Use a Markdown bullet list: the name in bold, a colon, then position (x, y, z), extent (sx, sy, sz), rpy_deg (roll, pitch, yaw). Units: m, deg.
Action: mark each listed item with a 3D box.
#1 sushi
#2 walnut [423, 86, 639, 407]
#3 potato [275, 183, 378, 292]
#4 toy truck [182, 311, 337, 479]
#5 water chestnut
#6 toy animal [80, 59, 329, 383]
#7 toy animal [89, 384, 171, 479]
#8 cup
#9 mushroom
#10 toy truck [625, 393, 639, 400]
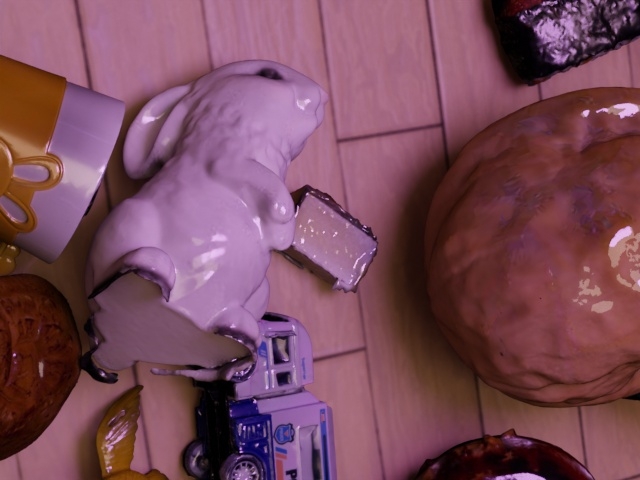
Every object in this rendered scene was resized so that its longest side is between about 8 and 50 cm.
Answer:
- **sushi**: position (0.320, -0.276, 1.677), extent (0.225, 0.136, 0.126), rpy_deg (-19, 91, -17)
- **walnut**: position (0.299, 0.017, 1.541), extent (0.383, 0.383, 0.384), rpy_deg (-1, 92, -24)
- **potato**: position (0.002, 0.001, 1.586), extent (0.122, 0.061, 0.086), rpy_deg (37, 77, -23)
- **toy truck**: position (-0.065, 0.209, 1.532), extent (0.155, 0.124, 0.268), rpy_deg (-7, 97, -31)
- **water chestnut**: position (0.207, 0.368, 1.566), extent (0.300, 0.300, 0.300), rpy_deg (-1, 92, -24)
- **toy animal**: position (-0.123, -0.037, 1.433), extent (0.194, 0.257, 0.357), rpy_deg (46, 45, -36)
- **toy animal**: position (-0.220, 0.280, 1.471), extent (0.155, 0.095, 0.219), rpy_deg (-20, 62, -22)
- **cup**: position (-0.338, -0.076, 1.383), extent (0.226, 0.185, 0.241), rpy_deg (26, 108, -17)
- **mushroom**: position (-0.332, 0.131, 1.380), extent (0.231, 0.138, 0.194), rpy_deg (-22, 101, -43)
- **toy truck**: position (0.436, 0.154, 1.703), extent (0.126, 0.208, 0.113), rpy_deg (13, 88, -23)
